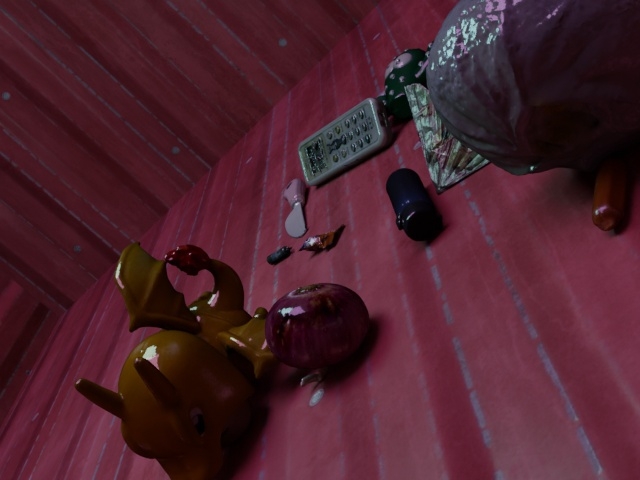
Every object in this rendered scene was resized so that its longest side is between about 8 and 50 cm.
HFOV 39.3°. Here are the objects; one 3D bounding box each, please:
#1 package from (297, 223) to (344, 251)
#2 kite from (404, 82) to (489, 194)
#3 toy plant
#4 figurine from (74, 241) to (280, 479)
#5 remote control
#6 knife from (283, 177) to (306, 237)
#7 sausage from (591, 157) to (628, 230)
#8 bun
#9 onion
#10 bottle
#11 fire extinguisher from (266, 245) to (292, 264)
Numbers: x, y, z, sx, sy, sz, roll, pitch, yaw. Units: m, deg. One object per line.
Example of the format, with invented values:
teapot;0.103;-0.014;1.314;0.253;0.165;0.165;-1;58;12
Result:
package;0.001;0.001;2.006;0.110;0.033;0.077;-17;7;34
kite;0.257;-0.212;1.674;0.323;0.013;0.268;32;110;40
toy plant;0.220;-0.404;2.247;0.232;0.112;0.243;-8;49;59
figurine;-0.241;0.205;1.617;0.268;0.400;0.387;-59;1;37
remote control;0.061;-0.247;2.291;0.065;0.128;0.335;-9;-11;-38
knife;-0.070;-0.076;2.340;0.081;0.043;0.336;-48;18;18
sausage;0.385;-0.061;1.189;0.039;0.041;0.131;-50;10;42
bun;0.323;-0.222;1.239;0.362;0.361;0.211;-29;48;46
onion;-0.004;0.145;1.499;0.177;0.153;0.177;-38;8;7
bottle;0.168;-0.068;1.673;0.082;0.072;0.244;-3;21;-3
fire extinguisher;-0.094;0.032;2.176;0.083;0.025;0.038;-31;0;42
